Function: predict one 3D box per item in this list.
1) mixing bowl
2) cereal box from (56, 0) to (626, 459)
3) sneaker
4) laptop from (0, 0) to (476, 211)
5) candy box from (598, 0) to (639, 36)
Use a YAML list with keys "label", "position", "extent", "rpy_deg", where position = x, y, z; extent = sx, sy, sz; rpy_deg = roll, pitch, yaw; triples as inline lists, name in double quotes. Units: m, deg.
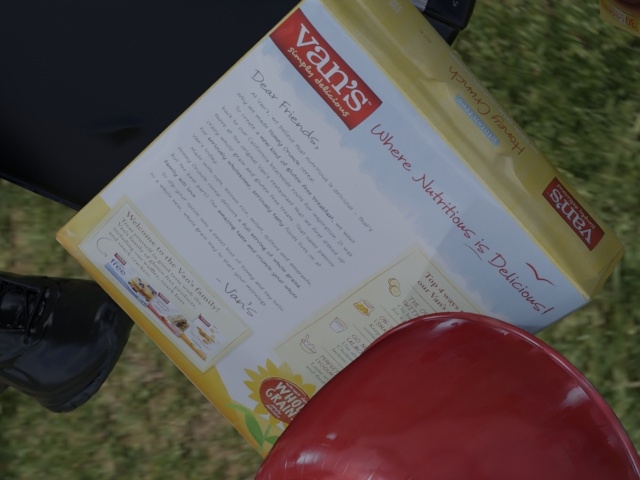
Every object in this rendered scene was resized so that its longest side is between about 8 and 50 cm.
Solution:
- label: "mixing bowl"
  position: [0.034, 0.126, 0.718]
  extent: [0.181, 0.098, 0.181]
  rpy_deg: [14, 110, 41]
- label: "cereal box"
  position: [0.000, 0.000, 0.830]
  extent: [0.173, 0.047, 0.240]
  rpy_deg: [48, 137, -5]
- label: "sneaker"
  position: [-0.266, 0.072, 1.516]
  extent: [0.286, 0.130, 0.109]
  rpy_deg: [-9, 53, 45]
- label: "laptop"
  position: [-0.093, -0.233, 1.142]
  extent: [0.382, 0.236, 0.408]
  rpy_deg: [23, 78, -9]
- label: "candy box"
  position: [0.310, -0.220, 1.563]
  extent: [0.187, 0.053, 0.109]
  rpy_deg: [41, 147, 54]
